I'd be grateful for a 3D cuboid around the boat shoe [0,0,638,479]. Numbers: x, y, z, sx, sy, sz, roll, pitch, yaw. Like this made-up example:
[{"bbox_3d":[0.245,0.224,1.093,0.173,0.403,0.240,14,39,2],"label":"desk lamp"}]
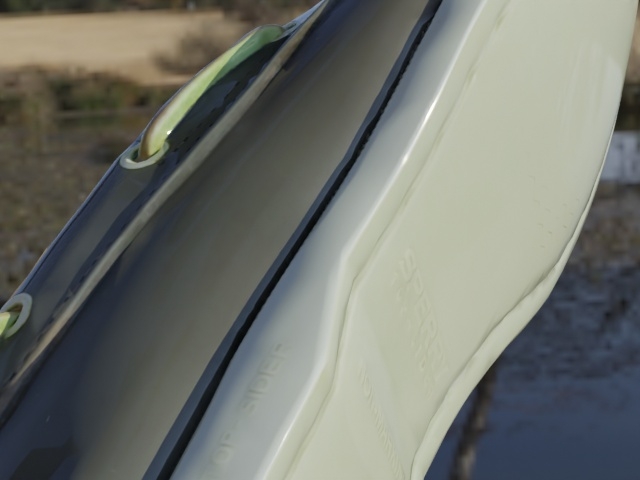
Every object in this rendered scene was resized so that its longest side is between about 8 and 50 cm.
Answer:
[{"bbox_3d":[-0.001,-0.003,0.416,0.091,0.109,0.305,9,46,25],"label":"boat shoe"}]
